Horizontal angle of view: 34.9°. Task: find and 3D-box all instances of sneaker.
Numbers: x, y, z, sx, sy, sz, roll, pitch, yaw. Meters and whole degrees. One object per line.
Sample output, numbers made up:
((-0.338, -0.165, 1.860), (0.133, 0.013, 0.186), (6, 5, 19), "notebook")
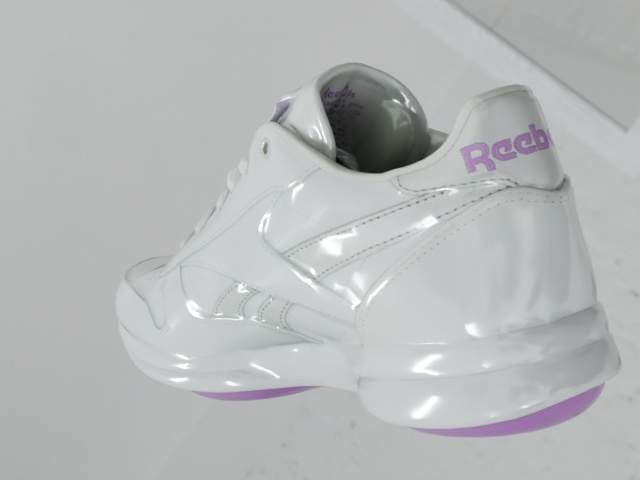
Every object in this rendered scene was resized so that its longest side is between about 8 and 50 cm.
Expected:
((0.000, 0.000, 0.477), (0.114, 0.152, 0.305), (-17, -171, -41), "sneaker")
